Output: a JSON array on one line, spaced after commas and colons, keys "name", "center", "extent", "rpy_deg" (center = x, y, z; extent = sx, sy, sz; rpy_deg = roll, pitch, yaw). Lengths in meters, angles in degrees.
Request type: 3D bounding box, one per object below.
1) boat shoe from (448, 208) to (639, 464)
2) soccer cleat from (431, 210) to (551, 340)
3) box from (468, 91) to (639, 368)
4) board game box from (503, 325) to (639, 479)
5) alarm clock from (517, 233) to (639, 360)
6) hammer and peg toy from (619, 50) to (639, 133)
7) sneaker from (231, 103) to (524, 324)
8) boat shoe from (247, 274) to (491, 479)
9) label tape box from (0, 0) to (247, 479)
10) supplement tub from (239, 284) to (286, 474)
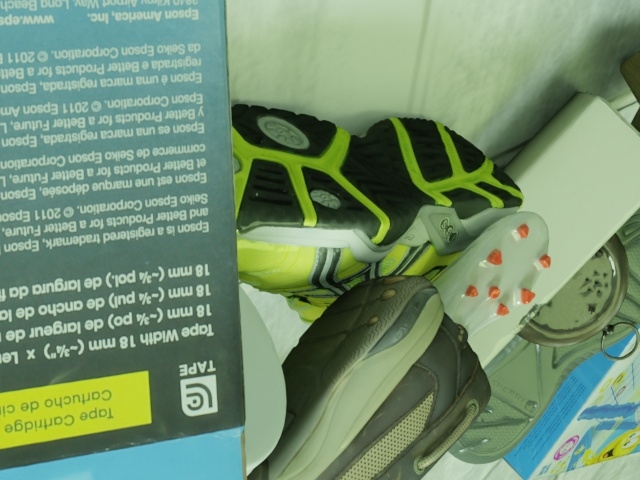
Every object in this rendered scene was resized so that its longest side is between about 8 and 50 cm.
[{"name": "boat shoe", "center": [0.223, 0.076, 1.477], "extent": [0.118, 0.103, 0.320], "rpy_deg": [33, 101, -21]}, {"name": "soccer cleat", "center": [0.093, 0.051, 1.096], "extent": [0.196, 0.076, 0.068], "rpy_deg": [-51, 124, -15]}, {"name": "box", "center": [0.163, 0.004, 1.268], "extent": [0.275, 0.094, 0.113], "rpy_deg": [-46, -175, 7]}, {"name": "board game box", "center": [0.369, 0.119, 1.706], "extent": [0.302, 0.086, 0.308], "rpy_deg": [-3, 132, -48]}, {"name": "alarm clock", "center": [0.230, 0.045, 1.380], "extent": [0.129, 0.064, 0.192], "rpy_deg": [-45, 111, 3]}, {"name": "hammer and peg toy", "center": [0.387, -0.161, 1.266], "extent": [0.266, 0.127, 0.361], "rpy_deg": [-27, 169, 0]}, {"name": "sneaker", "center": [0.000, 0.000, 1.060], "extent": [0.384, 0.145, 0.147], "rpy_deg": [2, 128, -49]}, {"name": "boat shoe", "center": [-0.015, 0.185, 0.952], "extent": [0.130, 0.132, 0.355], "rpy_deg": [43, 82, -16]}, {"name": "label tape box", "center": [-0.164, 0.000, 0.689], "extent": [0.240, 0.106, 0.334], "rpy_deg": [-6, 100, -27]}, {"name": "supplement tub", "center": [-0.172, 0.125, 0.903], "extent": [0.272, 0.191, 0.191], "rpy_deg": [-38, 156, 30]}]
